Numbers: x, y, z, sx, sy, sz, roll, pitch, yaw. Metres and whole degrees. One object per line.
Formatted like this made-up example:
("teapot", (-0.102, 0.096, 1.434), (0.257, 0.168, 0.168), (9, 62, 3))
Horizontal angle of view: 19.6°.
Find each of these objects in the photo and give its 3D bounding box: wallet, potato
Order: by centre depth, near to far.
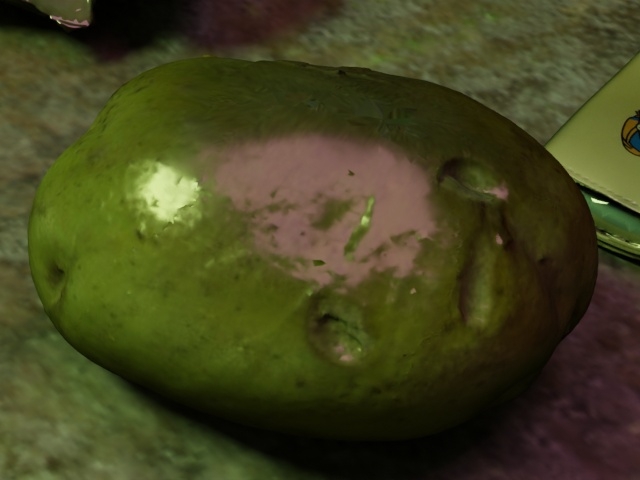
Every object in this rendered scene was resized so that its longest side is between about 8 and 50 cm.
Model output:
("potato", (0.000, -0.001, 0.809), (0.228, 0.148, 0.197), (23, 27, 16))
("wallet", (0.187, -0.044, 0.985), (0.110, 0.039, 0.155), (27, 42, 21))

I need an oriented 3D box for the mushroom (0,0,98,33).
("mushroom", (-0.141, -0.192, 1.015), (0.188, 0.141, 0.117), (19, 7, 1))
